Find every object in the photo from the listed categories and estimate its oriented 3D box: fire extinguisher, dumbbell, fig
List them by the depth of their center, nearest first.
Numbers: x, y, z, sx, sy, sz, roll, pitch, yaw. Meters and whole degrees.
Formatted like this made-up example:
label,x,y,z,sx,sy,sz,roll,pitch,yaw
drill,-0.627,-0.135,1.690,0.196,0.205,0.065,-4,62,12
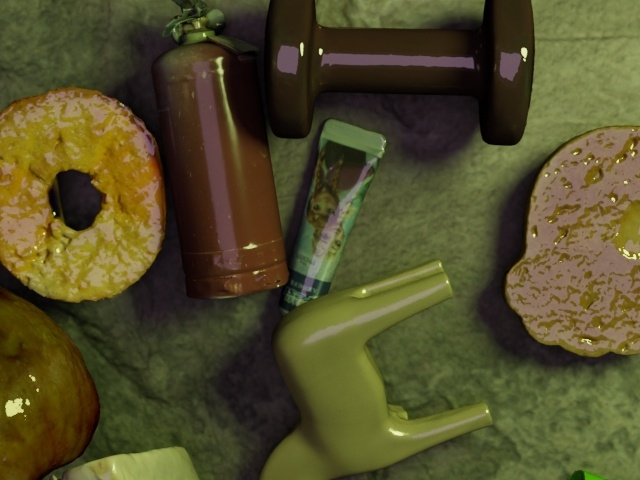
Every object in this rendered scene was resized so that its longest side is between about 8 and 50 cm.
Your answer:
label,x,y,z,sx,sy,sz,roll,pitch,yaw
dumbbell,0.066,-0.151,1.093,0.225,0.124,0.140,3,59,3
fig,-0.288,0.087,1.111,0.190,0.190,0.290,1,101,3
fire extinguisher,-0.093,-0.088,1.126,0.104,0.105,0.269,-7,97,4

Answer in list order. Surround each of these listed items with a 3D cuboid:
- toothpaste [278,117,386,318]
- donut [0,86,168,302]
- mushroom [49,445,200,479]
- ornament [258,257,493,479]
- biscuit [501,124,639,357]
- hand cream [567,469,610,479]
label,x,y,z,sx,sy,sz,roll,pitch,yaw
toothpaste,0.000,0.000,1.169,0.062,0.037,0.216,20,96,13
donut,-0.215,-0.043,1.155,0.174,0.074,0.190,-22,100,4
mushroom,-0.138,0.352,1.168,0.137,0.154,0.407,-13,105,-2
ornament,0.027,0.156,1.164,0.244,0.061,0.230,-20,114,3
biscuit,0.260,0.001,1.148,0.181,0.049,0.208,11,98,1
hand cream,0.351,0.286,1.190,0.275,0.050,0.079,25,123,-6
